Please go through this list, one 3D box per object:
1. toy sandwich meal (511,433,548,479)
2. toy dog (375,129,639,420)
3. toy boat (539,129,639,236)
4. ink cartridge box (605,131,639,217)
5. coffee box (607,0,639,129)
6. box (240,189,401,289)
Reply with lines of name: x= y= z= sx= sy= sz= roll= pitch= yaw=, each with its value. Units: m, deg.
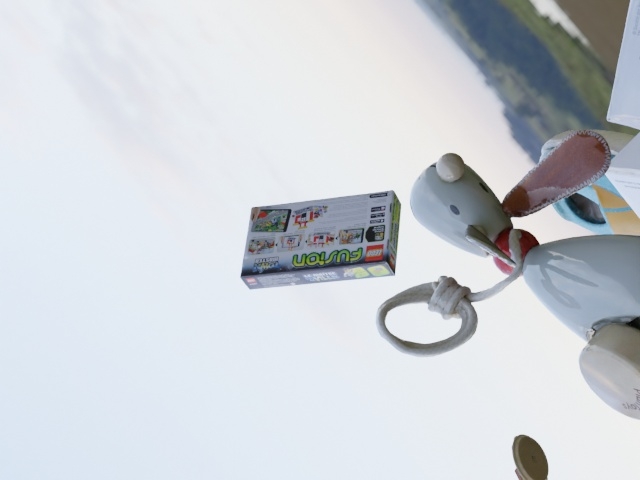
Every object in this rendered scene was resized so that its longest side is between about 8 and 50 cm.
toy sandwich meal: x=0.291 y=0.314 z=1.696 sx=0.085 sy=0.029 sz=0.086 roll=28 pitch=-134 yaw=-34
toy dog: x=0.212 y=0.005 z=1.025 sx=0.333 sy=0.220 sz=0.161 roll=15 pitch=141 yaw=19
toy boat: x=0.446 y=-0.014 z=1.716 sx=0.267 sy=0.148 sz=0.318 roll=18 pitch=151 yaw=54
ink cartridge box: x=0.484 y=-0.042 z=1.346 sx=0.273 sy=0.198 sz=0.115 roll=47 pitch=174 yaw=-15
coffee box: x=0.600 y=-0.319 z=1.560 sx=0.338 sy=0.338 sz=0.334 roll=18 pitch=-147 yaw=20
box: x=0.000 y=0.000 z=1.592 sx=0.036 sy=0.207 sz=0.114 roll=56 pitch=-145 yaw=-51
